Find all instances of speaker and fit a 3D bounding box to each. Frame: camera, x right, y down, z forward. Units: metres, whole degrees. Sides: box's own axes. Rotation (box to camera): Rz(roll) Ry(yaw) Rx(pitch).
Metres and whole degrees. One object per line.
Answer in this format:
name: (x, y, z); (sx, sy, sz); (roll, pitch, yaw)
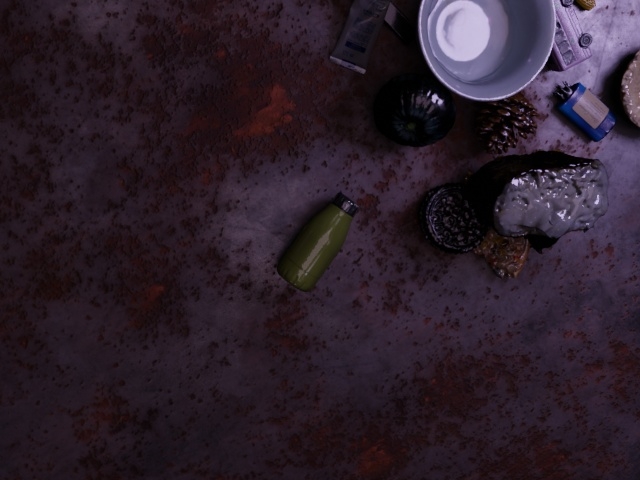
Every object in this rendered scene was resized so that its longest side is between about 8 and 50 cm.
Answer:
speaker: (0.160, -0.562, 1.630); (0.191, 0.040, 0.046); (42, 95, -14)

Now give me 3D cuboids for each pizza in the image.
pizza: (0.474, 0.009, 1.788); (0.195, 0.052, 0.185); (9, 97, -8)

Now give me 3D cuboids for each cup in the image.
cup: (0.369, -0.510, 1.598); (0.347, 0.163, 0.347); (-3, 102, -12)

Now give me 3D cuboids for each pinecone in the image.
pinecone: (0.458, -0.297, 1.665); (0.173, 0.173, 0.174); (-1, 102, -7)

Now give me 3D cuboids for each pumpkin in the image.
pumpkin: (0.229, -0.318, 1.623); (0.202, 0.202, 0.140); (25, 54, -12)

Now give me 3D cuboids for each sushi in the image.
sushi: (0.544, -0.105, 1.680); (0.348, 0.207, 0.234); (-5, 113, -16)

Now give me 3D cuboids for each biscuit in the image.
biscuit: (0.349, -0.058, 1.736); (0.194, 0.053, 0.195); (1, 86, -8)

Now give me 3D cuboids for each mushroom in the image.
mushroom: (0.865, -0.409, 1.640); (0.208, 0.302, 0.233); (31, 82, 20)

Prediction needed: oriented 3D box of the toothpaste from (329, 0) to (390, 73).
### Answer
toothpaste: (0.110, -0.537, 1.596); (0.096, 0.061, 0.266); (20, 121, -5)

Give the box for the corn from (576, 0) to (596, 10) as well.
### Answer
corn: (0.661, -0.620, 1.684); (0.092, 0.037, 0.037); (41, 94, -12)

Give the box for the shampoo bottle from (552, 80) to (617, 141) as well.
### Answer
shampoo bottle: (0.686, -0.345, 1.739); (0.183, 0.050, 0.087); (37, 98, -13)

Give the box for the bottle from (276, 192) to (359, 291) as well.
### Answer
bottle: (0.000, 0.000, 1.691); (0.112, 0.112, 0.260); (34, 96, -13)

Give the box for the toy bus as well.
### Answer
toy bus: (0.591, -0.529, 1.666); (0.108, 0.096, 0.199); (-31, 107, 5)
